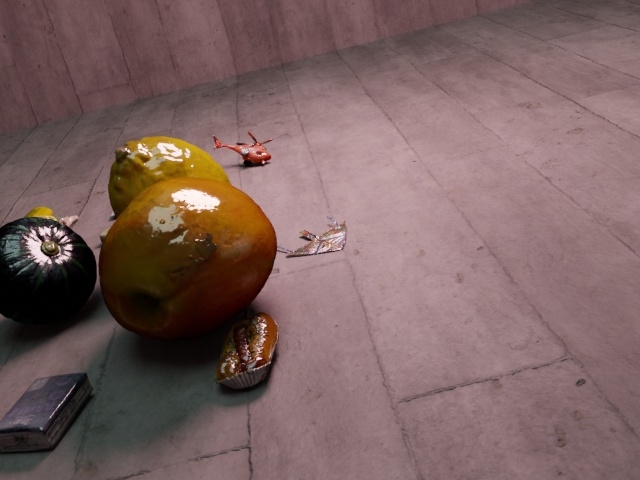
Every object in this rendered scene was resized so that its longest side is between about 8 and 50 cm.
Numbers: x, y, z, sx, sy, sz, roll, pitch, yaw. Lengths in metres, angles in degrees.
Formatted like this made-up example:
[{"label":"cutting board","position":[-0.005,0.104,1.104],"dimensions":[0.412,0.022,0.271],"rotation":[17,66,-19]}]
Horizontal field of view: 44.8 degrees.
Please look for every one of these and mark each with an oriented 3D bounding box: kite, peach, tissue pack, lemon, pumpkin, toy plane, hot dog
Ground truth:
[{"label":"kite","position":[0.000,0.000,1.761],"dimensions":[0.183,0.010,0.160],"rotation":[-31,32,-27]},{"label":"peach","position":[-0.251,0.025,1.485],"dimensions":[0.372,0.290,0.372],"rotation":[-40,8,7]},{"label":"tissue pack","position":[-0.474,0.291,1.323],"dimensions":[0.112,0.051,0.156],"rotation":[-9,24,17]},{"label":"lemon","position":[-0.339,-0.099,1.783],"dimensions":[0.285,0.316,0.285],"rotation":[-11,23,5]},{"label":"pumpkin","position":[-0.628,0.084,1.700],"dimensions":[0.248,0.248,0.248],"rotation":[-12,24,5]},{"label":"toy plane","position":[-0.244,-0.285,2.394],"dimensions":[0.194,0.126,0.077],"rotation":[22,60,-5]},{"label":"hot dog","position":[-0.127,0.189,1.355],"dimensions":[0.108,0.059,0.191],"rotation":[-15,25,8]}]

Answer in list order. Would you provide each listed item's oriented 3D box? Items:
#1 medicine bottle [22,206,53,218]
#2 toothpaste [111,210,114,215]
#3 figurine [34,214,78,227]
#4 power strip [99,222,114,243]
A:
[{"label":"medicine bottle","position":[-0.843,-0.017,2.193],"dimensions":[0.095,0.064,0.260],"rotation":[-23,21,18]},{"label":"toothpaste","position":[-0.455,-0.132,2.258],"dimensions":[0.314,0.058,0.056],"rotation":[-18,67,0]},{"label":"figurine","position":[-0.761,-0.046,2.214],"dimensions":[0.083,0.083,0.187],"rotation":[-5,15,20]},{"label":"power strip","position":[-0.453,-0.025,2.034],"dimensions":[0.267,0.034,0.092],"rotation":[-2,26,26]}]
